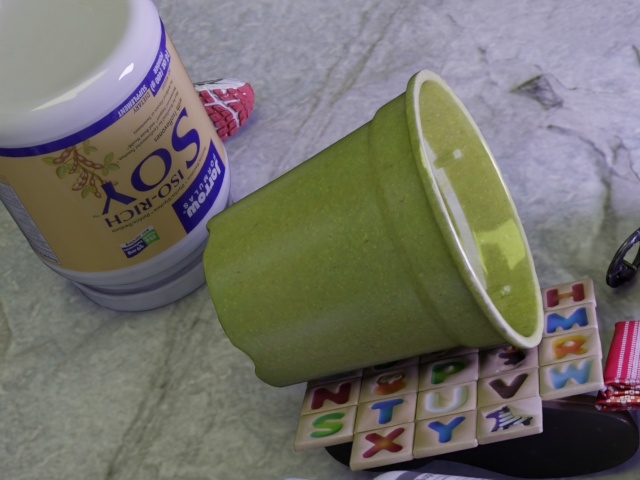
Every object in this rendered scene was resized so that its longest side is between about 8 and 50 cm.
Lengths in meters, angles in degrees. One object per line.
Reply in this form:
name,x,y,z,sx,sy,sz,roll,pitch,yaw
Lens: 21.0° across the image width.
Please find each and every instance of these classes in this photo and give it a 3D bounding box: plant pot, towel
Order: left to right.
plant pot,0.038,0.013,1.623,0.254,0.276,0.276,-22,46,19
towel,0.395,0.098,1.570,0.275,0.031,0.199,-6,15,17

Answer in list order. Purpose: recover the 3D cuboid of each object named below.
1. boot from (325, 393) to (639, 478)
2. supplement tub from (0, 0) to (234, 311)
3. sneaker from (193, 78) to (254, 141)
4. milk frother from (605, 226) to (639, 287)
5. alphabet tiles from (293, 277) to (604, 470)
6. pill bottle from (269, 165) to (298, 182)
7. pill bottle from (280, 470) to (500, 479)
boot,0.156,0.153,1.639,0.305,0.112,0.115,0,41,24
supplement tub,-0.236,-0.102,1.843,0.241,0.331,0.241,-11,48,13
sneaker,-0.188,-0.160,2.041,0.225,0.088,0.092,-10,48,13
milk frother,0.368,0.017,1.682,0.135,0.129,0.143,48,121,44
alphabet tiles,0.123,0.113,1.636,0.285,0.011,0.342,-13,20,11
pill bottle,0.000,0.000,1.833,0.087,0.087,0.160,-25,48,0
pill bottle,0.129,0.301,1.449,0.361,0.204,0.204,2,52,23
